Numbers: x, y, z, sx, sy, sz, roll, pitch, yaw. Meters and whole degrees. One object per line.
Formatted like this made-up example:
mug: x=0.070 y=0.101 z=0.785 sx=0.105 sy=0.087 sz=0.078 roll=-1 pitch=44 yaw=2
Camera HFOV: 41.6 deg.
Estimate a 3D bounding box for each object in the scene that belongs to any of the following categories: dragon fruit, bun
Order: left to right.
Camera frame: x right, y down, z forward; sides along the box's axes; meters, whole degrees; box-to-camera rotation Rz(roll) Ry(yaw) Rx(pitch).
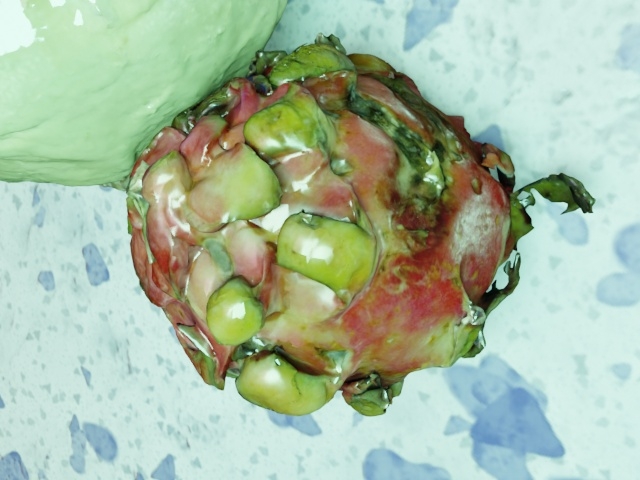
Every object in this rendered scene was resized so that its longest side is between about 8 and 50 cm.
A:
bun: x=-0.167 y=-0.165 z=0.642 sx=0.364 sy=0.364 sz=0.202 roll=-18 pitch=120 yaw=32
dragon fruit: x=0.000 y=0.000 z=0.590 sx=0.269 sy=0.291 sz=0.250 roll=38 pitch=111 yaw=16

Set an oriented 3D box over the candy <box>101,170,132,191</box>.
candy: x=-0.213 y=-0.099 z=0.812 sx=0.110 sy=0.095 sz=0.085 roll=27 pitch=74 yaw=26
